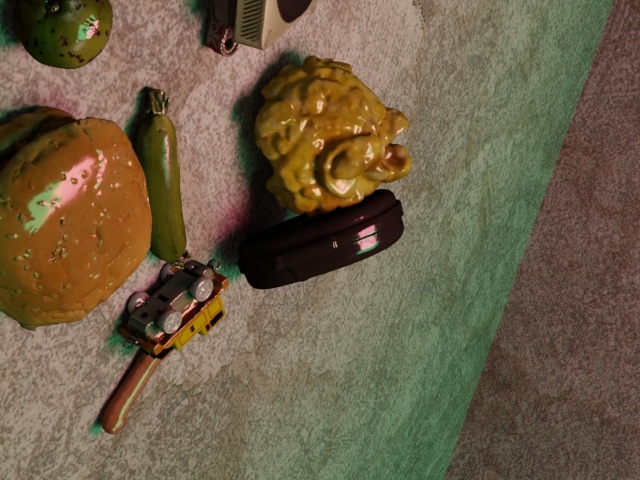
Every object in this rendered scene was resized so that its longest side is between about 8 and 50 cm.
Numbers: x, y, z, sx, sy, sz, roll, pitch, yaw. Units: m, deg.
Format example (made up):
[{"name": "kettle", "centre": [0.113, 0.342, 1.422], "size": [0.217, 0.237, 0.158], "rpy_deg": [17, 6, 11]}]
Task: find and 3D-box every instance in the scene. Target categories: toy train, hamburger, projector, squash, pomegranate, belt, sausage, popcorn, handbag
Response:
[{"name": "toy train", "centre": [-0.232, 0.117, 1.568], "size": [0.219, 0.089, 0.127], "rpy_deg": [-46, 142, -30]}, {"name": "hamburger", "centre": [-0.331, -0.021, 1.221], "size": [0.259, 0.145, 0.283], "rpy_deg": [-52, 157, -28]}, {"name": "projector", "centre": [-0.037, -0.429, 1.369], "size": [0.259, 0.079, 0.257], "rpy_deg": [-57, 160, -53]}, {"name": "squash", "centre": [-0.239, -0.070, 1.424], "size": [0.080, 0.071, 0.318], "rpy_deg": [-94, -177, -53]}, {"name": "pomegranate", "centre": [-0.296, -0.253, 1.131], "size": [0.114, 0.115, 0.142], "rpy_deg": [-60, 177, -8]}, {"name": "belt", "centre": [-0.131, -0.375, 1.362], "size": [0.071, 0.053, 0.232], "rpy_deg": [-43, 147, -43]}, {"name": "sausage", "centre": [-0.305, 0.236, 1.601], "size": [0.186, 0.043, 0.043], "rpy_deg": [-58, 153, -10]}, {"name": "popcorn", "centre": [0.011, -0.176, 1.610], "size": [0.242, 0.235, 0.250], "rpy_deg": [-36, 134, -13]}, {"name": "handbag", "centre": [0.001, 0.001, 1.684], "size": [0.254, 0.308, 0.093], "rpy_deg": [-59, 129, -76]}]
